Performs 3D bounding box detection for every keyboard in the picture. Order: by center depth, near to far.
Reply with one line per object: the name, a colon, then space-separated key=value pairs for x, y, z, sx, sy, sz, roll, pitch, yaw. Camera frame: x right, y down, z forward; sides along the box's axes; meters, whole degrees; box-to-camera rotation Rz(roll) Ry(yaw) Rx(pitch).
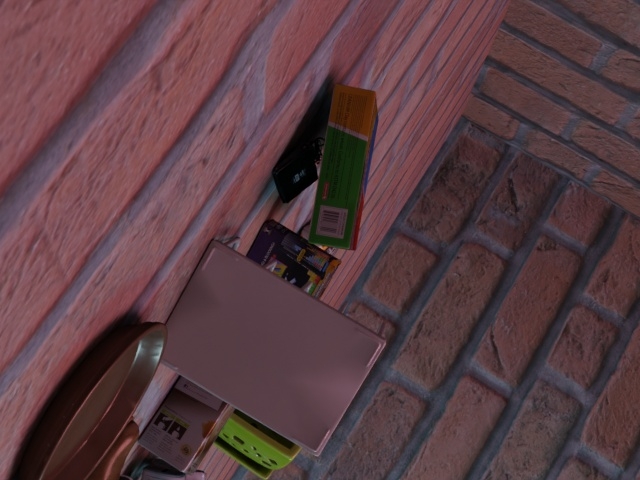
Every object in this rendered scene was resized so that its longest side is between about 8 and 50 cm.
keyboard: x=-0.037 y=-0.120 z=1.652 sx=0.100 sy=0.038 sz=0.192 roll=-38 pitch=169 yaw=-6

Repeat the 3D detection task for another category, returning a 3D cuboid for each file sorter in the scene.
file sorter: x=-0.066 y=0.141 z=1.528 sx=0.192 sy=0.278 sz=0.173 roll=-60 pitch=177 yaw=10

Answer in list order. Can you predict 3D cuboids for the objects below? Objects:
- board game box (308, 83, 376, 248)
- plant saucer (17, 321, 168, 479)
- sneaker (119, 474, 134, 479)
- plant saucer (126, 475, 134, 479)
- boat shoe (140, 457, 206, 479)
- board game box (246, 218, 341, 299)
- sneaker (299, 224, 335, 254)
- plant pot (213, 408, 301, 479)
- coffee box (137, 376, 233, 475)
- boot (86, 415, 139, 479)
board game box: x=0.041 y=-0.106 z=1.692 sx=0.316 sy=0.064 sz=0.242 roll=8 pitch=92 yaw=-86
plant saucer: x=-0.279 y=0.211 z=1.271 sx=0.278 sy=0.041 sz=0.278 roll=-57 pitch=174 yaw=-10
sneaker: x=-0.367 y=0.471 z=1.640 sx=0.121 sy=0.079 sz=0.216 roll=61 pitch=52 yaw=-78
plant saucer: x=-0.367 y=0.510 z=1.822 sx=0.200 sy=0.037 sz=0.200 roll=24 pitch=90 yaw=-87
boat shoe: x=-0.286 y=0.463 z=1.931 sx=0.302 sy=0.109 sz=0.094 roll=62 pitch=43 yaw=-80
board game box: x=-0.066 y=0.072 z=1.753 sx=0.170 sy=0.141 sz=0.048 roll=-61 pitch=174 yaw=18
sneaker: x=0.000 y=0.000 z=2.198 sx=0.215 sy=0.084 sz=0.083 roll=-26 pitch=149 yaw=-60
plant pot: x=-0.129 y=0.373 z=2.288 sx=0.228 sy=0.227 sz=0.207 roll=-54 pitch=177 yaw=-39
coffee box: x=-0.204 y=0.280 z=1.837 sx=0.246 sy=0.098 sz=0.141 roll=-57 pitch=173 yaw=-13
boot: x=-0.312 y=0.384 z=1.465 sx=0.305 sy=0.115 sz=0.112 roll=-61 pitch=171 yaw=11
